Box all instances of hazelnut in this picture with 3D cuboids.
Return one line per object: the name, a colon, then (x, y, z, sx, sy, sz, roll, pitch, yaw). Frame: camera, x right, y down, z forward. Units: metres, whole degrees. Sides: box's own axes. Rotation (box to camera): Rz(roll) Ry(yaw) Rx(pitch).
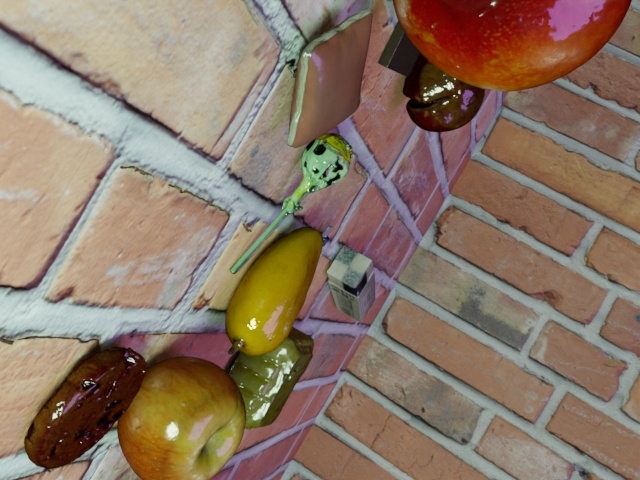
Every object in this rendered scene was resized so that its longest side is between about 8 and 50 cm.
hazelnut: (0.268, -0.343, 1.555, 0.178, 0.178, 0.203, -42, 127, -49)

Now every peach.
peach: (0.281, -0.415, 1.082, 0.388, 0.388, 0.388, -53, 164, -23)

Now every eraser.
eraser: (0.091, 0.129, 2.001, 0.096, 0.098, 0.404, -57, 166, -14)

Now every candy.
candy: (-0.056, -0.061, 1.230, 0.305, 0.083, 0.091, -50, 166, -6)

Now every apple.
apple: (-0.226, 0.285, 1.133, 0.210, 0.173, 0.234, -42, 148, -39)

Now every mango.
mango: (-0.081, 0.091, 1.328, 0.316, 0.119, 0.176, -57, 158, -29)

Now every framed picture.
framed picture: (0.173, -0.394, 1.400, 0.127, 0.023, 0.168, -64, 165, 15)

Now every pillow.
pillow: (0.011, -0.243, 1.057, 0.171, 0.075, 0.179, -41, 154, -37)

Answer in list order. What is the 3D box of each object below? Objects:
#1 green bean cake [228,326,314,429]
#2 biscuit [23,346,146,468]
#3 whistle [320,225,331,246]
green bean cake: (-0.121, 0.303, 1.590, 0.236, 0.124, 0.233, -60, 166, 0)
biscuit: (-0.314, 0.223, 0.957, 0.192, 0.049, 0.192, -46, 160, -22)
whistle: (0.000, 0.000, 1.590, 0.033, 0.029, 0.083, -6, 134, -53)
